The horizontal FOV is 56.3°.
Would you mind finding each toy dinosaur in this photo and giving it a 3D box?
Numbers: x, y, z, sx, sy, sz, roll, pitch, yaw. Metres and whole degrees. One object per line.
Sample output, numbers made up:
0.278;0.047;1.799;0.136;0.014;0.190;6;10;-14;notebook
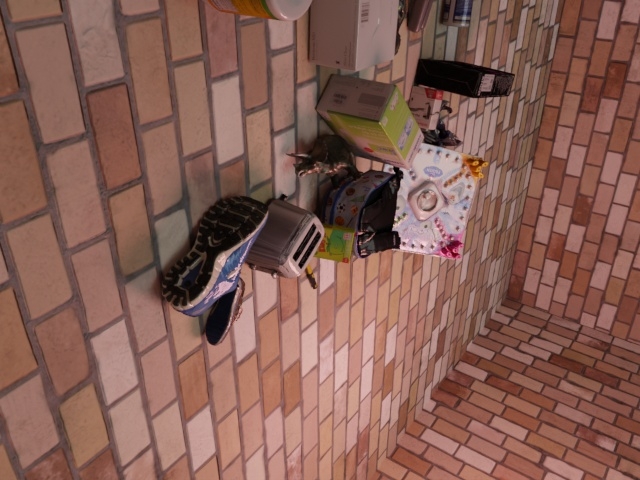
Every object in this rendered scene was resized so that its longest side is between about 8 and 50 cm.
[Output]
0.045;-0.236;1.662;0.160;0.121;0.313;60;33;-13;toy dinosaur

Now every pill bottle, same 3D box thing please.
-0.142;-0.483;1.087;0.136;0.245;0.136;-36;136;-44;pill bottle
0.478;-0.826;2.052;0.094;0.094;0.169;-28;130;-49;pill bottle

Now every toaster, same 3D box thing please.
-0.091;-0.008;1.552;0.227;0.146;0.129;-58;149;-20;toaster

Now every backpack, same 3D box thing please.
0.120;-0.079;1.794;0.263;0.213;0.277;-40;133;-57;backpack

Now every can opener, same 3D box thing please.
0.339;-0.761;1.809;0.074;0.093;0.280;-40;160;-39;can opener

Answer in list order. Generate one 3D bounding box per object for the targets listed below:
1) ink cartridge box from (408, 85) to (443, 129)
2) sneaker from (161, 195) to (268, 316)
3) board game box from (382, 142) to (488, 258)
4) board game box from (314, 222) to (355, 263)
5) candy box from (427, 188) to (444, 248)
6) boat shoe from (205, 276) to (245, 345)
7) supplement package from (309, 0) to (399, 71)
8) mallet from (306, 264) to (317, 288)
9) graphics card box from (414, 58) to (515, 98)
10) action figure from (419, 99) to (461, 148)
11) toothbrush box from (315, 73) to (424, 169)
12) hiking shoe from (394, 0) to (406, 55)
0.358;-0.458;2.067;0.056;0.099;0.135;-15;119;-55;ink cartridge box
-0.235;0.036;1.395;0.330;0.129;0.147;-53;160;-21;sneaker
0.382;-0.138;2.121;0.390;0.050;0.390;9;101;-22;board game box
0.000;0.000;1.670;0.043;0.181;0.092;-65;164;-70;board game box
0.375;-0.101;2.246;0.071;0.159;0.233;-5;112;-59;candy box
-0.230;0.181;1.514;0.066;0.066;0.183;26;85;-61;boat shoe
0.087;-0.583;1.505;0.204;0.145;0.262;-33;133;-47;supplement package
-0.038;0.099;1.816;0.062;0.039;0.190;-51;149;-32;mallet
0.521;-0.578;2.132;0.371;0.232;0.094;-21;129;-52;graphics card box
0.432;-0.423;2.217;0.185;0.099;0.285;-58;145;-11;action figure
0.146;-0.331;1.690;0.283;0.206;0.122;37;75;-60;toothbrush box
0.185;-0.620;1.702;0.114;0.086;0.227;-45;143;-42;hiking shoe
